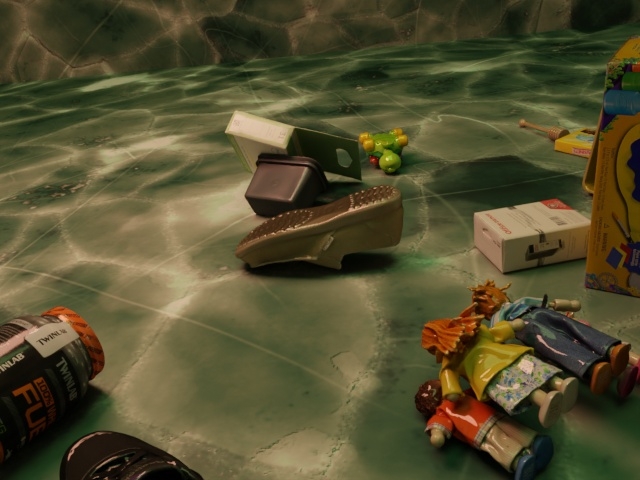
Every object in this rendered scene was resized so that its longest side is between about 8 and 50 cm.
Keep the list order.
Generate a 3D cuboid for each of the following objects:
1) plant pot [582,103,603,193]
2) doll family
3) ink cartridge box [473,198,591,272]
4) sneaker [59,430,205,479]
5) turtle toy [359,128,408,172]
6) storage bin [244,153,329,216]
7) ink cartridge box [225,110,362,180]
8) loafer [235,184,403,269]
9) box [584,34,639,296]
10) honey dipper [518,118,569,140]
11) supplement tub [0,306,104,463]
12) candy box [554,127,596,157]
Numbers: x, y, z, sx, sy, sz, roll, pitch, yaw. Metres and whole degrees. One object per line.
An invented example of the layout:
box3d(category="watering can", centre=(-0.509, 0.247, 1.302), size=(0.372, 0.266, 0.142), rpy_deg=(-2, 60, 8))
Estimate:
box3d(category="plant pot", centre=(0.586, -0.154, 0.966), size=(0.187, 0.212, 0.212), rpy_deg=(-4, 23, -26))
box3d(category="doll family", centre=(0.199, 0.103, 0.605), size=(0.263, 0.118, 0.163), rpy_deg=(-23, 30, -30))
box3d(category="ink cartridge box", centre=(0.302, -0.009, 0.878), size=(0.135, 0.056, 0.099), rpy_deg=(-10, 26, -7))
box3d(category="sneaker", centre=(-0.127, 0.201, 0.474), size=(0.107, 0.124, 0.283), rpy_deg=(-27, 32, -36))
box3d(category="turtle toy", centre=(0.134, -0.184, 1.259), size=(0.095, 0.066, 0.130), rpy_deg=(-7, 27, -2))
box3d(category="storage bin", centre=(-0.066, -0.087, 1.098), size=(0.135, 0.098, 0.091), rpy_deg=(10, 58, 29))
box3d(category="ink cartridge box", centre=(-0.045, -0.156, 1.146), size=(0.235, 0.171, 0.056), rpy_deg=(18, 74, 12))
box3d(category="loafer", centre=(0.000, 0.000, 0.899), size=(0.268, 0.092, 0.102), rpy_deg=(-16, 18, 19))
box3d(category="box", centre=(0.487, -0.082, 0.720), size=(0.279, 0.290, 0.177), rpy_deg=(10, 31, 32))
box3d(category="honey dipper", centre=(0.491, -0.247, 1.354), size=(0.030, 0.031, 0.161), rpy_deg=(-12, 23, -12))
box3d(category="supplement tub", centre=(-0.325, 0.154, 0.624), size=(0.117, 0.117, 0.190), rpy_deg=(10, 31, 30))
box3d(category="candy box", centre=(0.580, -0.181, 1.198), size=(0.105, 0.027, 0.206), rpy_deg=(-25, 32, -27))
